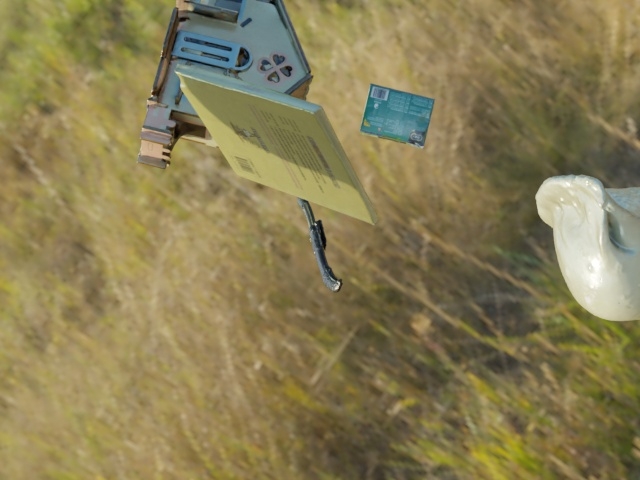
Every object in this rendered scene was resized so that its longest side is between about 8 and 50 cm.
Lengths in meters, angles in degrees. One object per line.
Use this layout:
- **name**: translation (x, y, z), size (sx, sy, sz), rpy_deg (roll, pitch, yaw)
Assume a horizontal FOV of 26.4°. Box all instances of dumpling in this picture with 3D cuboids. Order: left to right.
- **dumpling**: translation (0.259, 0.000, 1.254), size (0.111, 0.181, 0.155), rpy_deg (-27, 29, -26)

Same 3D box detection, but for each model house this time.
- **model house**: translation (-0.138, -0.259, 2.168), size (0.169, 0.244, 0.326), rpy_deg (115, 169, -64)

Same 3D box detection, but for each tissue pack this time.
- **tissue pack**: translation (0.128, -0.205, 2.269), size (0.079, 0.111, 0.085), rpy_deg (13, -89, -86)

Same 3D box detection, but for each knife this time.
- **knife**: translation (-0.001, 0.005, 1.962), size (0.222, 0.021, 0.045), rpy_deg (-112, 28, -48)

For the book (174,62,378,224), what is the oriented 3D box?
- **book**: translation (-0.044, -0.093, 1.329), size (0.192, 0.168, 0.013), rpy_deg (21, 64, 37)
